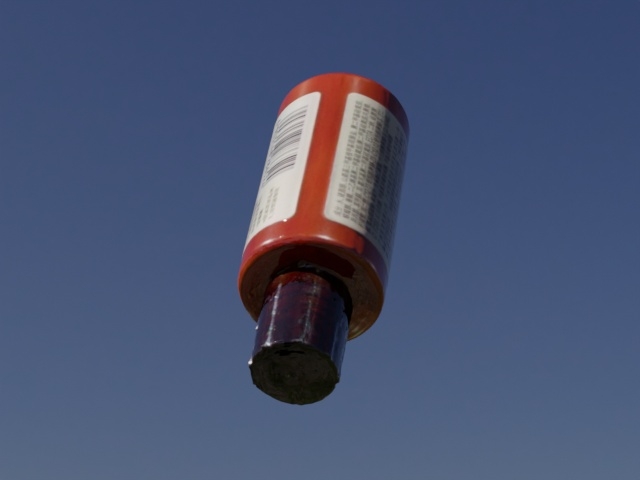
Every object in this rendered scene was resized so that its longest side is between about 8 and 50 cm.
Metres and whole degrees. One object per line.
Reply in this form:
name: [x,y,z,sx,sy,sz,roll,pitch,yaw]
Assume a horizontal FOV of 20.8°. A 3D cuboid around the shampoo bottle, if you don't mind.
shampoo bottle: [0.000,0.000,1.240,0.104,0.278,0.104,5,-49,6]
